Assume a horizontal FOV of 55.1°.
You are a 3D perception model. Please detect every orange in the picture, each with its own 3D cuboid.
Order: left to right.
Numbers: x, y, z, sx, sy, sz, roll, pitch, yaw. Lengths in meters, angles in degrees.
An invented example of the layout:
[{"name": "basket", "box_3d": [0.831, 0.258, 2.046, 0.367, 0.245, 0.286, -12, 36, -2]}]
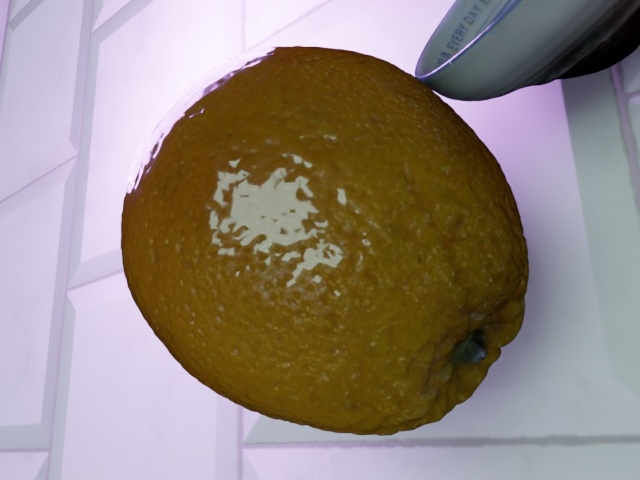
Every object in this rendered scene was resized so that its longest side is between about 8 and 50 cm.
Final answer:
[{"name": "orange", "box_3d": [0.000, 0.000, 0.543, 0.357, 0.322, 0.322, 39, 105, 33]}]

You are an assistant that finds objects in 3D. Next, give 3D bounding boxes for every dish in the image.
[{"name": "dish", "box_3d": [0.218, -0.206, 0.515, 0.273, 0.134, 0.273, -51, 11, 13]}]
